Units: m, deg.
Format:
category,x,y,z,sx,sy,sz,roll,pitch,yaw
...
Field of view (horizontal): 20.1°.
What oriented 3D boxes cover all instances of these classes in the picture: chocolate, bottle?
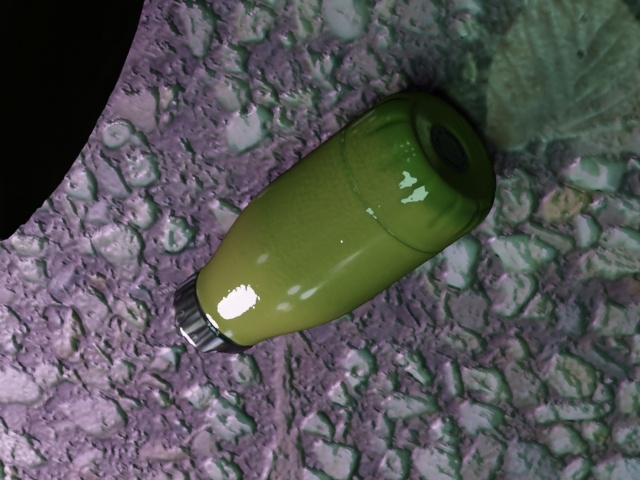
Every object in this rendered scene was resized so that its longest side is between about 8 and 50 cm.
category,x,y,z,sx,sy,sz,roll,pitch,yaw
chocolate,-0.280,-0.188,1.151,0.297,0.326,0.314,17,83,5
bottle,0.000,0.000,1.299,0.260,0.112,0.112,-35,104,32
